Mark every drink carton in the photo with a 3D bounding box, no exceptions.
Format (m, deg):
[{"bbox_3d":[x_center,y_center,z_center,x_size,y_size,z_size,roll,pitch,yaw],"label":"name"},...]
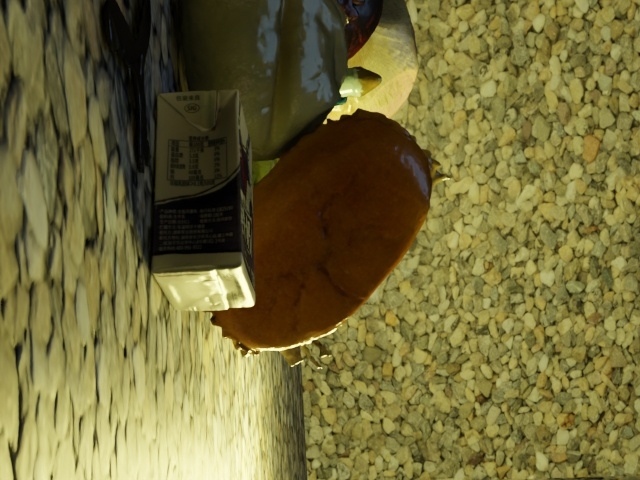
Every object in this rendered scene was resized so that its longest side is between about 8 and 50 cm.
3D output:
[{"bbox_3d":[-0.131,-0.046,1.151,0.134,0.102,0.222,77,9,-67],"label":"drink carton"}]

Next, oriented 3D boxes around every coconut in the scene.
[{"bbox_3d":[0.030,-0.426,2.273,0.404,0.405,0.404,-2,90,-88],"label":"coconut"}]

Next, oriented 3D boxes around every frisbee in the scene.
[{"bbox_3d":[-0.183,-0.158,0.998,0.211,0.012,0.187,-86,174,-76],"label":"frisbee"}]

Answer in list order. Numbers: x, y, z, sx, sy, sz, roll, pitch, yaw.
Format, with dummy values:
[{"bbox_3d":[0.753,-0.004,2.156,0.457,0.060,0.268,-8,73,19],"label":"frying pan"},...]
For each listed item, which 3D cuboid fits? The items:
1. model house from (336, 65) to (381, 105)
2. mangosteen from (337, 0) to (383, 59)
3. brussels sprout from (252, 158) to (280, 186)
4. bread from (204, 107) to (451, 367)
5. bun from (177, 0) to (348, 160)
[{"bbox_3d":[-0.024,-0.342,2.000,0.253,0.291,0.184,65,28,-86],"label":"model house"},{"bbox_3d":[-0.043,-0.439,1.780,0.297,0.293,0.297,-18,113,-51],"label":"mangosteen"},{"bbox_3d":[-0.118,-0.097,1.701,0.139,0.101,0.181,103,-13,-55],"label":"brussels sprout"},{"bbox_3d":[-0.011,-0.006,1.413,0.388,0.236,0.183,-55,-170,4],"label":"bread"},{"bbox_3d":[-0.072,-0.284,1.409,0.365,0.219,0.365,-6,90,-87],"label":"bun"}]
